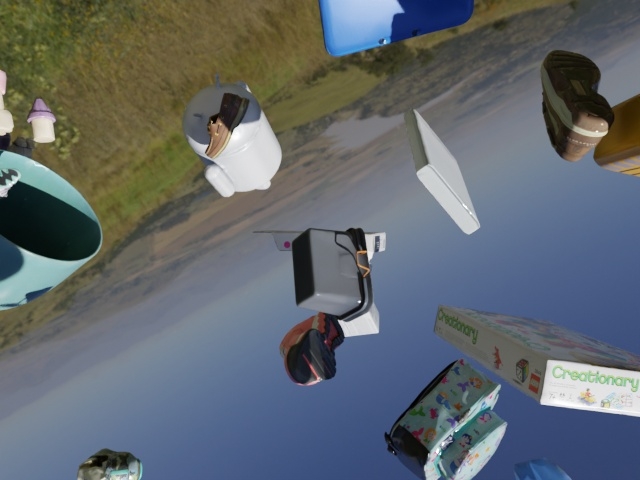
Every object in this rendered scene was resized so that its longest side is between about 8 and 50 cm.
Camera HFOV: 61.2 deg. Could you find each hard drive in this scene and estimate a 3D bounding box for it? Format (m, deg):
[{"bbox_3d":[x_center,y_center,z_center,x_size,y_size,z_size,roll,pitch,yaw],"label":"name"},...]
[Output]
[{"bbox_3d":[0.321,-0.198,1.464,0.047,0.233,0.353,-34,-153,24],"label":"hard drive"}]

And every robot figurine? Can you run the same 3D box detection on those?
[{"bbox_3d":[-0.224,-0.261,1.393,0.200,0.299,0.353,2,154,15],"label":"robot figurine"}]

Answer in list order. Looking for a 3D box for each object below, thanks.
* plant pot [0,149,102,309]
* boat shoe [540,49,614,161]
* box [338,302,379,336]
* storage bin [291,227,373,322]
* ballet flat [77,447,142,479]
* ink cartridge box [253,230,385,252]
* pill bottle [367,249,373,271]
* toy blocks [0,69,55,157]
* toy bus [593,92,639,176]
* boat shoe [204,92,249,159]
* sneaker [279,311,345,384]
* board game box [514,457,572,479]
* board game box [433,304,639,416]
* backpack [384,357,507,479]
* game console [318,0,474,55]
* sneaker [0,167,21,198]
[{"bbox_3d":[-0.639,0.003,1.090,0.235,0.293,0.293,-42,178,16],"label":"plant pot"},{"bbox_3d":[0.391,-0.218,0.868,0.257,0.095,0.095,-69,171,-47],"label":"boat shoe"},{"bbox_3d":[0.086,0.210,1.545,0.137,0.126,0.072,-10,-136,18],"label":"box"},{"bbox_3d":[0.015,0.043,0.786,0.091,0.135,0.098,10,151,-32],"label":"storage bin"},{"bbox_3d":[-0.359,0.374,0.881,0.188,0.070,0.070,-29,-179,42],"label":"ballet flat"},{"bbox_3d":[0.000,0.000,1.636,0.371,0.069,0.176,4,-177,17],"label":"ink cartridge box"},{"bbox_3d":[0.090,0.080,1.350,0.067,0.067,0.120,167,-59,-82],"label":"pill bottle"},{"bbox_3d":[-0.738,-0.319,1.116,0.289,0.259,0.309,-12,176,26],"label":"toy blocks"},{"bbox_3d":[0.503,-0.155,0.712,0.130,0.108,0.333,15,-178,3],"label":"toy bus"},{"bbox_3d":[-0.217,-0.252,1.179,0.178,0.060,0.064,-48,-153,41],"label":"boat shoe"},{"bbox_3d":[-0.037,0.257,1.227,0.136,0.115,0.314,-27,-177,16],"label":"sneaker"},{"bbox_3d":[0.537,0.567,1.266,0.033,0.133,0.168,-24,163,-34],"label":"board game box"},{"bbox_3d":[0.296,0.149,0.713,0.193,0.053,0.305,9,-178,-10],"label":"board game box"},{"bbox_3d":[0.283,0.387,1.150,0.253,0.191,0.225,-48,148,-19],"label":"backpack"},{"bbox_3d":[0.115,-0.511,0.965,0.293,0.250,0.173,-16,163,-6],"label":"game console"},{"bbox_3d":[-0.616,-0.107,1.050,0.098,0.038,0.069,-27,179,-2],"label":"sneaker"}]
